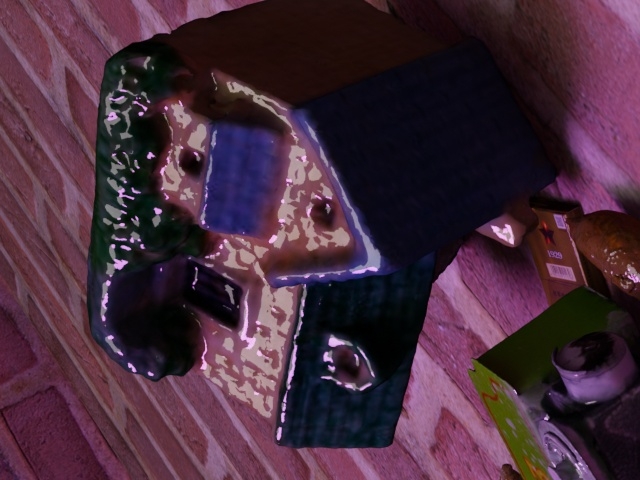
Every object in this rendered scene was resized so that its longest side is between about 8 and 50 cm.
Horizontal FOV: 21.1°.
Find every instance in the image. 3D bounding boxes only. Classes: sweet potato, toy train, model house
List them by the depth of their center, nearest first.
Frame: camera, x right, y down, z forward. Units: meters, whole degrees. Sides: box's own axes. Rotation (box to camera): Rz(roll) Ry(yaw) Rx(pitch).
[{"bbox_3d":[0.302,0.034,1.526,0.226,0.068,0.068,44,153,25],"label":"sweet potato"},{"bbox_3d":[0.277,0.192,1.594,0.307,0.173,0.249,61,168,-28],"label":"toy train"},{"bbox_3d":[0.000,0.000,1.661,0.342,0.334,0.382,30,125,26],"label":"model house"}]

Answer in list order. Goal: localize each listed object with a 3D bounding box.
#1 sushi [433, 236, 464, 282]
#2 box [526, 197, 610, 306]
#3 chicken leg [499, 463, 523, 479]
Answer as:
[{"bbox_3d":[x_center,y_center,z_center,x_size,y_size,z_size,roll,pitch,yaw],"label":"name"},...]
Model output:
[{"bbox_3d":[0.063,-0.044,1.897,0.225,0.136,0.126,61,168,-8],"label":"sushi"},{"bbox_3d":[0.244,0.025,1.705,0.090,0.023,0.133,11,125,63],"label":"box"},{"bbox_3d":[0.244,0.291,1.939,0.103,0.088,0.228,-85,6,-52],"label":"chicken leg"}]
